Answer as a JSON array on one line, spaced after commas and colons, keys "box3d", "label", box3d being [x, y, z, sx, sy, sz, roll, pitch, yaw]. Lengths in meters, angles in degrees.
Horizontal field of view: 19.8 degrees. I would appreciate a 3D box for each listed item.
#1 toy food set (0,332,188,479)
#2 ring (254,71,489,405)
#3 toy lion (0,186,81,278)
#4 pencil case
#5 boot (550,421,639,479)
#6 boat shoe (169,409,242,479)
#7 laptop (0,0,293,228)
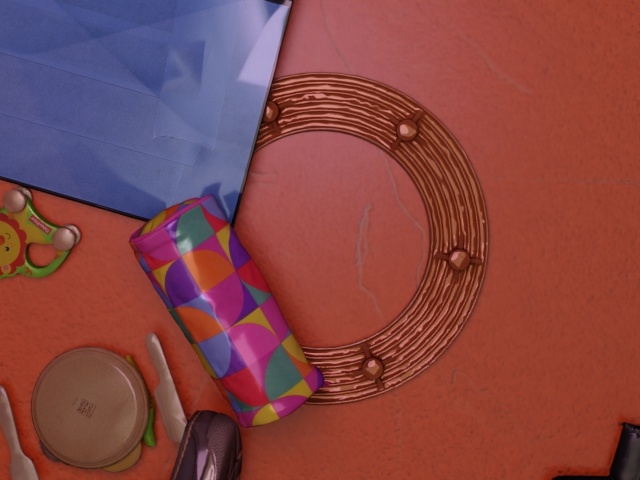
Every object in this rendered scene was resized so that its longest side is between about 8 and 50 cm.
[{"box3d": [-0.230, 0.173, 1.848, 0.192, 0.038, 0.132, -17, 86, 9], "label": "toy food set"}, {"box3d": [0.000, 0.000, 1.824, 0.337, 0.032, 0.336, 0, 93, 2], "label": "ring"}, {"box3d": [-0.306, 0.002, 1.839, 0.100, 0.034, 0.096, 37, 102, -1], "label": "toy lion"}, {"box3d": [-0.089, 0.069, 1.765, 0.104, 0.104, 0.236, -30, 100, 4], "label": "pencil case"}, {"box3d": [0.294, 0.228, 1.822, 0.121, 0.045, 0.099, 21, 97, -6], "label": "boot"}, {"box3d": [-0.183, 0.323, 1.794, 0.130, 0.132, 0.355, 22, 101, 6], "label": "boat shoe"}, {"box3d": [-0.231, -0.238, 1.701, 0.382, 0.408, 0.236, 16, 63, 6], "label": "laptop"}]
